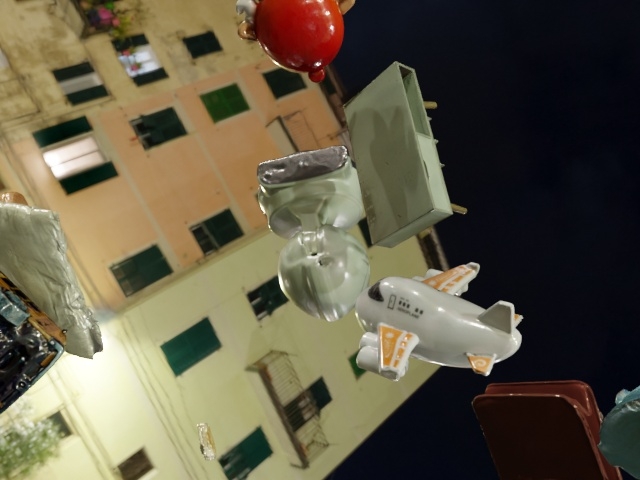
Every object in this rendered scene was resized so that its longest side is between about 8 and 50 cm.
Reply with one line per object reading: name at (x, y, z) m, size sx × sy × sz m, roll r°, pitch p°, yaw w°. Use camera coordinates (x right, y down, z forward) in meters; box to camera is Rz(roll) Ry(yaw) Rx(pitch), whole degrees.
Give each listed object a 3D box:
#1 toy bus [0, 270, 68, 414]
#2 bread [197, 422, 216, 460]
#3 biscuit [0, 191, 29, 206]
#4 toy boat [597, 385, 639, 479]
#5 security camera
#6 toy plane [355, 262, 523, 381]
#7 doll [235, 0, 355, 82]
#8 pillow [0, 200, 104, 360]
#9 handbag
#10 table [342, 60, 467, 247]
toy bus at (-0.333, 0.062, 0.537) m, size 0.201 × 0.098 × 0.114 m, roll 47°, pitch -15°, yaw -7°
bread at (-0.259, 0.456, 1.337) m, size 0.070 × 0.035 × 0.083 m, roll 112°, pitch -37°, yaw -66°
biscuit at (-0.525, 0.066, 1.060) m, size 0.205 × 0.049 × 0.324 m, roll 114°, pitch -38°, yaw -75°
toy boat at (0.303, 0.139, 0.455) m, size 0.088 × 0.102 × 0.215 m, roll 60°, pitch -23°, yaw 15°
security camera at (0.000, 0.000, 1.030) m, size 0.191 × 0.197 × 0.277 m, roll 72°, pitch 7°, yaw -61°
toy plane at (0.153, 0.107, 0.808) m, size 0.244 × 0.244 × 0.117 m, roll 19°, pitch -46°, yaw 41°
doll at (-0.035, -0.333, 0.855) m, size 0.183 × 0.085 × 0.217 m, roll -20°, pitch -51°, yaw 23°
pillow at (-0.374, 0.050, 0.782) m, size 0.148 × 0.050 × 0.230 m, roll 6°, pitch -60°, yaw 17°
handbag at (0.478, 0.437, 1.256) m, size 0.260 × 0.084 × 0.276 m, roll -19°, pitch -85°, yaw 45°
table at (0.131, -0.119, 0.873) m, size 0.121 × 0.111 × 0.240 m, roll -32°, pitch -121°, yaw 44°
